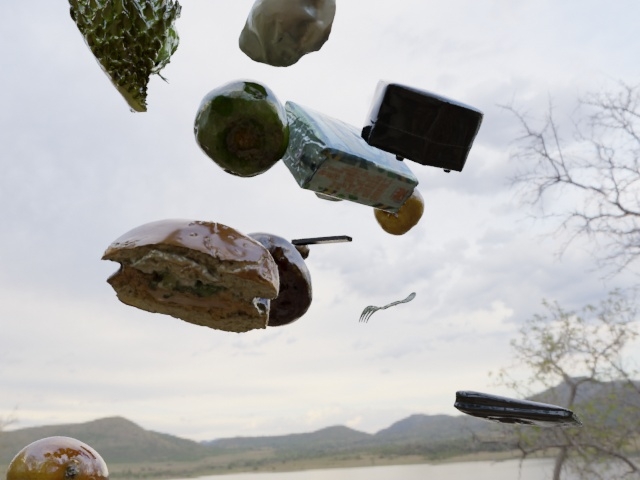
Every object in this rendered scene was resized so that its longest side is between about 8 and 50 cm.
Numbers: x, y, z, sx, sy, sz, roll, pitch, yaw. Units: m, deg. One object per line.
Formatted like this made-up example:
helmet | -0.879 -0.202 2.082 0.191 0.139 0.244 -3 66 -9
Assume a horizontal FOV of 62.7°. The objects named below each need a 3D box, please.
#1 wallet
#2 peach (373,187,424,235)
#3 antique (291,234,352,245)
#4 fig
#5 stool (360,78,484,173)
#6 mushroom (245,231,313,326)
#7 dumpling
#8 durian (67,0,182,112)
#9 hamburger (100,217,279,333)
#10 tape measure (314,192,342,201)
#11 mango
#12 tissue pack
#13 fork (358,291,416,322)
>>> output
wallet | 0.430 0.379 1.149 0.245 0.052 0.168 -3 -28 35
peach | 0.246 -0.105 1.689 0.179 0.179 0.103 -23 -8 37
antique | 0.000 0.000 1.368 0.192 0.015 0.031 -5 -16 42
fig | -0.176 -0.263 1.136 0.206 0.275 0.206 -7 -55 -10
stool | 0.200 -0.231 1.059 0.232 0.232 0.141 9 -70 -23
mushroom | -0.193 0.136 1.822 0.345 0.344 0.239 -12 -20 19
dumpling | -0.057 -0.423 1.023 0.229 0.151 0.124 -36 2 29
durian | -0.302 -0.314 0.827 0.158 0.355 0.169 5 -67 -12
hamburger | -0.202 0.037 0.866 0.283 0.156 0.143 15 -51 -2
tape measure | 0.088 -0.224 1.567 0.207 0.235 0.115 15 -39 59
mango | -0.430 0.406 0.880 0.152 0.120 0.221 13 -38 4
tissue pack | 0.055 -0.194 1.248 0.311 0.228 0.128 11 -56 -40
fork | 0.166 0.150 1.243 0.034 0.028 0.220 -10 4 44
